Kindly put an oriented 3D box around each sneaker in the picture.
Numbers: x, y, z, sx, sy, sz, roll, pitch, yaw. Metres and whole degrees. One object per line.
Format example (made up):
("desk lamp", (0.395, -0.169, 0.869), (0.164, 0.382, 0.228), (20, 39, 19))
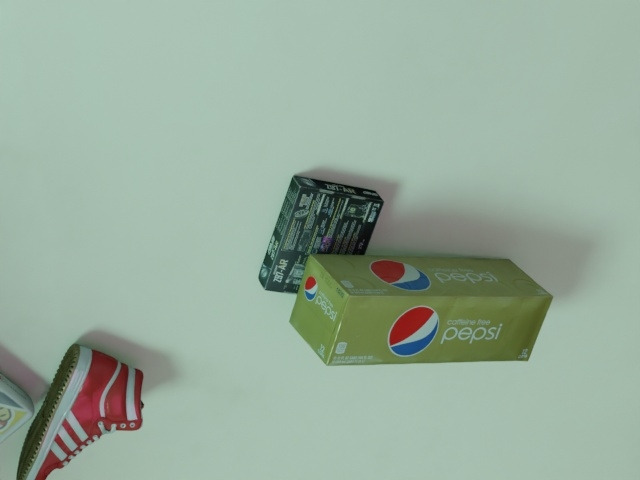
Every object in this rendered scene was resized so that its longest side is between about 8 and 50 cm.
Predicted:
("sneaker", (-0.165, 0.133, 0.910), (0.067, 0.042, 0.118), (21, 106, -25))

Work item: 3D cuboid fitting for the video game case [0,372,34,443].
("video game case", (-0.340, 0.124, 0.848), (0.227, 0.026, 0.206), (-40, 124, 3))

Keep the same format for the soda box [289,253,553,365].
("soda box", (0.074, 0.049, 0.929), (0.181, 0.061, 0.058), (1, 117, -32))

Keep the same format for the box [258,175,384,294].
("box", (0.000, 0.000, 0.914), (0.067, 0.018, 0.083), (9, 114, -25))
